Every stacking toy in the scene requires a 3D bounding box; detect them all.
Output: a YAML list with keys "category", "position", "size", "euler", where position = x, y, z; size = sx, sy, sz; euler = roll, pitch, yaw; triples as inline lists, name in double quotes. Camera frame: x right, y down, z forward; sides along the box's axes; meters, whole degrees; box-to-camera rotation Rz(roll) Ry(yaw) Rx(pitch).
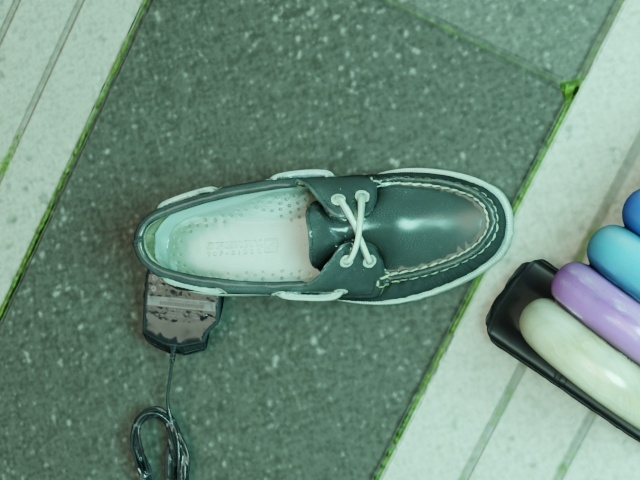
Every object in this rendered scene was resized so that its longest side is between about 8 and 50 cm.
- category: "stacking toy"
  position: [0.284, -0.029, 1.063]
  size: [0.141, 0.141, 0.330]
  euler: [39, 97, 23]

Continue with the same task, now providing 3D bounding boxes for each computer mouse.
- category: "computer mouse"
  position: [-0.123, 0.107, 1.346]
  size: [0.071, 0.041, 0.242]
  euler: [8, 94, 9]

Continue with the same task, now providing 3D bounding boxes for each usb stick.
- category: "usb stick"
  position: [0.246, 0.111, 1.159]
  size: [0.278, 0.045, 0.077]
  euler: [35, 94, 24]

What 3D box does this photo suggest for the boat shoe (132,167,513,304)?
- category: "boat shoe"
  position: [0.000, 0.000, 1.240]
  size: [0.302, 0.091, 0.114]
  euler: [-9, 84, 14]
